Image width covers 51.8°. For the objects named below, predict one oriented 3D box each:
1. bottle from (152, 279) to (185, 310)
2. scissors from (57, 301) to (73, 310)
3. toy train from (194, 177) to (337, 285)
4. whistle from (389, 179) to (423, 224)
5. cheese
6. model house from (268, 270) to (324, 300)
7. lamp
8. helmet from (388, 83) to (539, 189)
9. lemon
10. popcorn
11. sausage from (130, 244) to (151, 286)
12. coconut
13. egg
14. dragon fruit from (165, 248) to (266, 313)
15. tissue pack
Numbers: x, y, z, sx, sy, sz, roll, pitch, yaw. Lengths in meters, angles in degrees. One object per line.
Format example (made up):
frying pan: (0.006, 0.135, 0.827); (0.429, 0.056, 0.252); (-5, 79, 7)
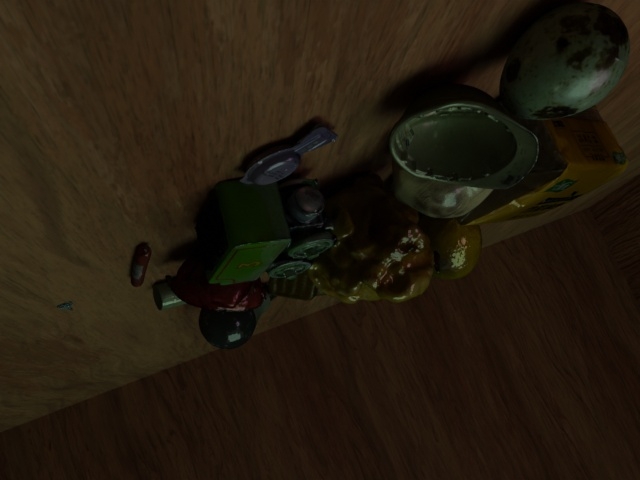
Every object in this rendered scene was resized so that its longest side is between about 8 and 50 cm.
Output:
bottle: (-0.339, 0.127, 1.754); (0.201, 0.072, 0.072); (-14, 165, -32)
scissors: (-0.611, 0.163, 1.592); (0.036, 0.006, 0.083); (-18, 167, -12)
toy train: (-0.121, -0.013, 1.351); (0.248, 0.174, 0.307); (-9, 163, -25)
whistle: (0.215, -0.025, 1.732); (0.168, 0.188, 0.405); (2, 158, -11)
cheese: (-0.060, -0.148, 1.174); (0.190, 0.042, 0.105); (-27, 168, 16)
model house: (-0.031, 0.062, 1.888); (0.238, 0.173, 0.268); (-4, 130, -20)
lamp: (-0.273, 0.219, 2.146); (0.181, 0.182, 0.314); (-32, -164, 36)
helmet: (0.256, -0.207, 1.184); (0.257, 0.137, 0.204); (13, 144, -2)
lemon: (0.308, 0.003, 1.590); (0.169, 0.170, 0.207); (-20, 134, -11)
popcorn: (0.099, -0.008, 1.481); (0.315, 0.298, 0.280); (-3, 165, 42)
sausage: (-0.402, 0.060, 1.467); (0.034, 0.034, 0.253); (-16, 166, -26)
coconut: (0.246, -0.140, 1.361); (0.224, 0.224, 0.224); (-21, 167, -5)
egg: (0.394, -0.287, 1.086); (0.169, 0.169, 0.231); (-12, 165, -40)
dragon fruit: (-0.230, 0.062, 1.529); (0.218, 0.148, 0.223); (-4, -158, -40)
tissue pack: (0.485, -0.184, 1.526); (0.381, 0.229, 0.293); (-6, 161, -48)
